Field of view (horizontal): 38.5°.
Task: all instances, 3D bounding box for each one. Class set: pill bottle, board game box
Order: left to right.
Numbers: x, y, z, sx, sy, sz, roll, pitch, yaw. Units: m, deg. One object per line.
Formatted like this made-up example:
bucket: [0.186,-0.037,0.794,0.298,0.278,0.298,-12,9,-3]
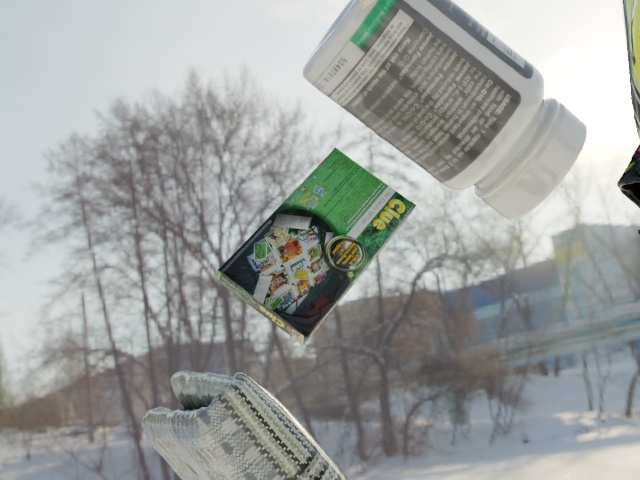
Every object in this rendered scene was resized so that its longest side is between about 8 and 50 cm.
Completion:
board game box: [0.000,0.000,1.144,0.260,0.136,0.030,-48,-12,-35]
pill bottle: [0.173,-0.200,1.255,0.361,0.204,0.204,36,-25,-9]

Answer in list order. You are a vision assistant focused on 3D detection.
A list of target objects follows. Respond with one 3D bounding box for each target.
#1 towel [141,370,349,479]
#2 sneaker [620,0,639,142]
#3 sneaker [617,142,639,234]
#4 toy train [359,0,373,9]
towel: [0.012,0.207,0.570,0.056,0.312,0.324,-41,3,-20]
sneaker: [0.186,-0.130,0.361,0.145,0.385,0.147,-14,-7,30]
sneaker: [0.290,-0.072,0.789,0.074,0.171,0.063,-8,-14,-3]
toy train: [0.106,-0.282,0.945,0.125,0.046,0.166,-51,0,38]
